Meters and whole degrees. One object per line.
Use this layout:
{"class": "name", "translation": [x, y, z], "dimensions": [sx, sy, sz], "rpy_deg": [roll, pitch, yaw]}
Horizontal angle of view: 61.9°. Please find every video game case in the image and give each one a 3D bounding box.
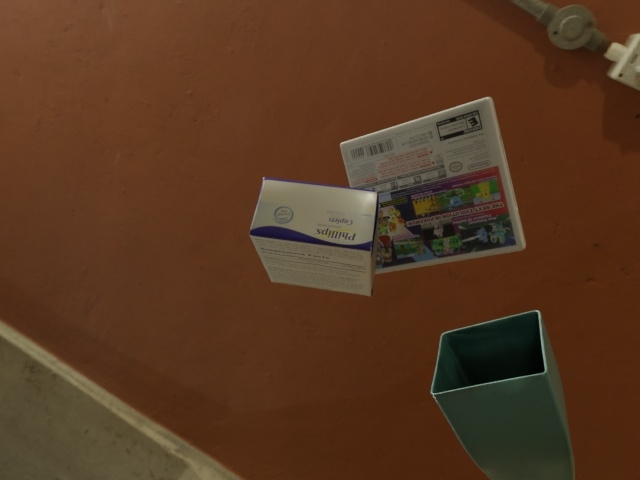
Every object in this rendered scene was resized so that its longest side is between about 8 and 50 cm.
{"class": "video game case", "translation": [0.135, -0.060, 0.672], "dimensions": [0.201, 0.023, 0.183], "rpy_deg": [-12, -85, 30]}

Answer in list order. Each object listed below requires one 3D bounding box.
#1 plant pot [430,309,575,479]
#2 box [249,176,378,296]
{"class": "plant pot", "translation": [0.305, 0.266, 0.838], "dimensions": [0.166, 0.165, 0.234], "rpy_deg": [-20, -74, 26]}
{"class": "box", "translation": [0.000, 0.000, 0.593], "dimensions": [0.126, 0.072, 0.137], "rpy_deg": [7, -24, 8]}
